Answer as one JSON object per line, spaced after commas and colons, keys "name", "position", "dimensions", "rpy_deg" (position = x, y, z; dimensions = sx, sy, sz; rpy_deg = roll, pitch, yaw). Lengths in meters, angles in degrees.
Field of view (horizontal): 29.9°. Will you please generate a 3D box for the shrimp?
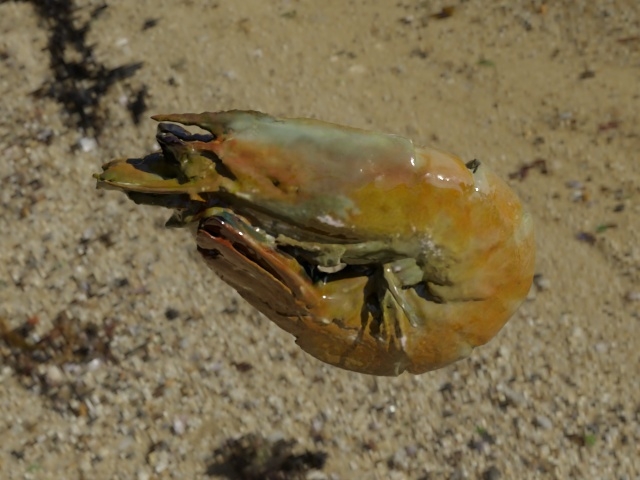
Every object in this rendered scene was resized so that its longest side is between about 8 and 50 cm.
{"name": "shrimp", "position": [0.000, 0.001, 0.556], "dimensions": [0.217, 0.115, 0.051], "rpy_deg": [15, 4, -14]}
